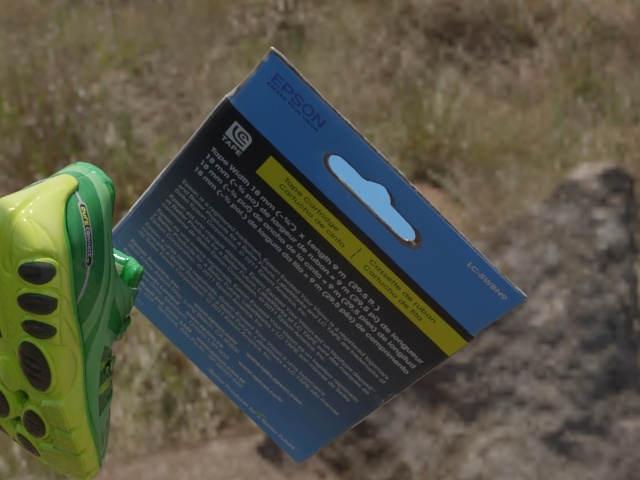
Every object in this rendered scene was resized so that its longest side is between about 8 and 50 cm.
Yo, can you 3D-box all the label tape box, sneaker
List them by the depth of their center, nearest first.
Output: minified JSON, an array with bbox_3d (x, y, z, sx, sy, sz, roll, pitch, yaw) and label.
[{"bbox_3d":[-0.172,0.066,1.142,0.109,0.295,0.123,32,52,19],"label":"sneaker"},{"bbox_3d":[0.000,0.000,1.199,0.106,0.240,0.334,-48,4,-39],"label":"label tape box"}]
